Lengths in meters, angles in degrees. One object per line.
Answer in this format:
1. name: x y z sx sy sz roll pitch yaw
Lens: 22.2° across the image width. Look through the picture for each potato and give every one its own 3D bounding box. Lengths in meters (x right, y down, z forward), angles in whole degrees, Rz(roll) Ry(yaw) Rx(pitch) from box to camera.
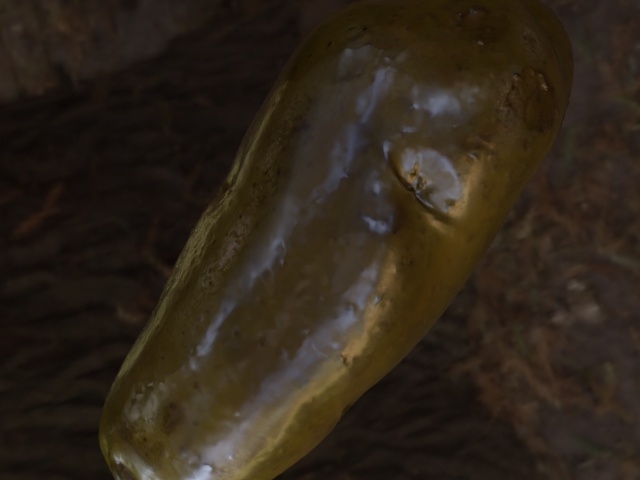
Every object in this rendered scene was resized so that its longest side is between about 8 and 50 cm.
1. potato: 0.000 0.000 0.933 0.195 0.176 0.369 39 95 38
